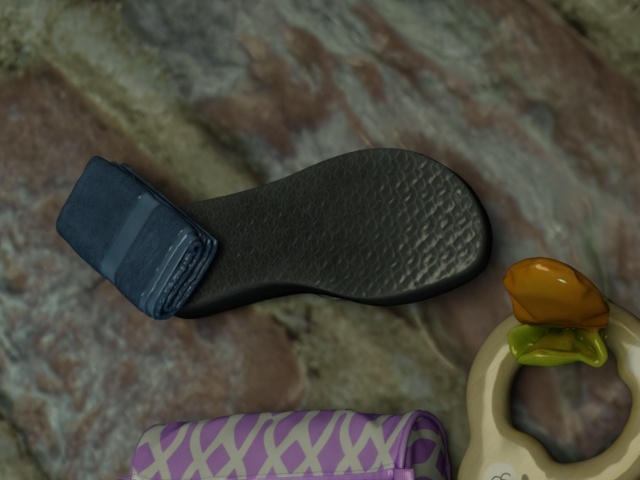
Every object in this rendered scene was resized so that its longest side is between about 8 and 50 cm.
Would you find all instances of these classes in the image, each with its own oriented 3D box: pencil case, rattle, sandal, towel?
[{"bbox_3d":[-0.023,0.146,1.202,0.206,0.088,0.086,-8,81,23],"label":"pencil case"},{"bbox_3d":[0.118,0.120,1.115,0.130,0.143,0.199,33,91,7],"label":"rattle"},{"bbox_3d":[0.000,-0.001,1.241,0.254,0.054,0.097,-5,73,35],"label":"sandal"},{"bbox_3d":[-0.120,-0.002,1.272,0.119,0.029,0.067,38,99,37],"label":"towel"}]
